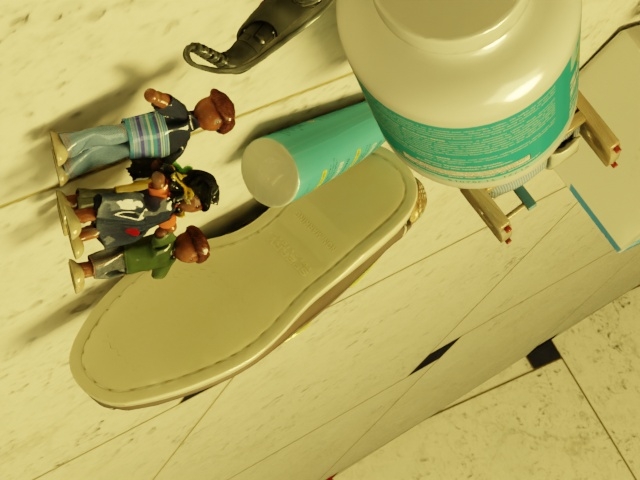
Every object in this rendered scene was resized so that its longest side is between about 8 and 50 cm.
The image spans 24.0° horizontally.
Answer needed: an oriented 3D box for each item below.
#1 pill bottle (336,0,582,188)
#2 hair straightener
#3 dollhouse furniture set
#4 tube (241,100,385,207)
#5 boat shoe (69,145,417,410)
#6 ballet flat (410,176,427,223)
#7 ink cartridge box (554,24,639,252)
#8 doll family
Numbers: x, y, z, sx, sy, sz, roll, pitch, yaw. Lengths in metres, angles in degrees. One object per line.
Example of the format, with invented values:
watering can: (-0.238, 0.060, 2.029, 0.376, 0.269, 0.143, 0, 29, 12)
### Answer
pill bottle: (0.090, -0.127, 0.945, 0.146, 0.146, 0.264, -36, 167, 1)
hair straightener: (0.019, -0.160, 0.730, 0.230, 0.047, 0.089, -46, -171, -21)
dollhouse furniture set: (0.181, -0.075, 1.369, 0.129, 0.129, 0.184, -36, 166, 0)
tube: (0.021, -0.080, 1.160, 0.080, 0.052, 0.207, -33, 177, 41)
boat shoe: (-0.059, 0.041, 1.218, 0.324, 0.116, 0.097, -36, 164, -23)
ballet flat: (0.000, 0.000, 1.353, 0.206, 0.073, 0.067, -39, 139, 2)
ink cartridge box: (0.373, -0.124, 1.578, 0.232, 0.171, 0.168, -21, 160, -45)
doll family: (-0.106, -0.031, 0.936, 0.111, 0.076, 0.193, -12, 166, -12)
